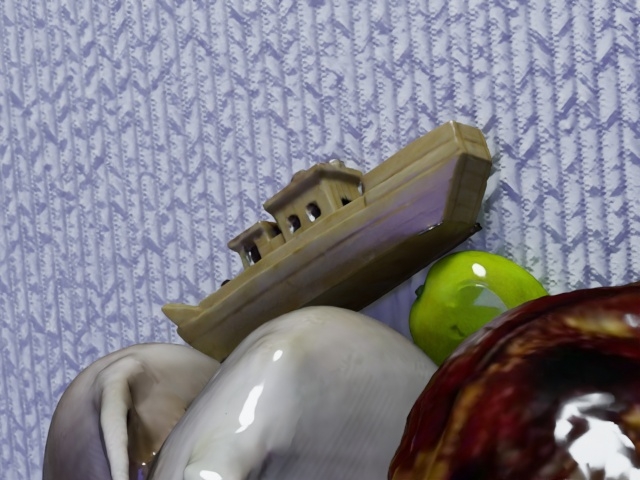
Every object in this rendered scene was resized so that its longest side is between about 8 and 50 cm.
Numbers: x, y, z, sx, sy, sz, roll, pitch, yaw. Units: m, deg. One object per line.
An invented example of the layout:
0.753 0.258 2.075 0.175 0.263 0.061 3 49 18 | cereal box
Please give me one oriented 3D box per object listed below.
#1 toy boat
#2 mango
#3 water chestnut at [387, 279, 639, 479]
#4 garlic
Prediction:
0.000 0.000 0.969 0.206 0.064 0.072 -32 66 29 | toy boat
0.091 0.053 0.925 0.108 0.056 0.073 43 121 15 | mango
0.162 0.171 0.787 0.335 0.347 0.335 0 91 -14 | water chestnut
-0.060 0.140 0.898 0.231 0.340 0.246 19 65 22 | garlic
